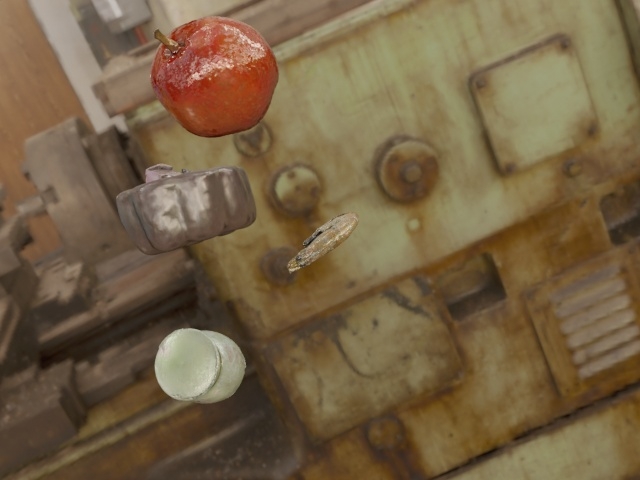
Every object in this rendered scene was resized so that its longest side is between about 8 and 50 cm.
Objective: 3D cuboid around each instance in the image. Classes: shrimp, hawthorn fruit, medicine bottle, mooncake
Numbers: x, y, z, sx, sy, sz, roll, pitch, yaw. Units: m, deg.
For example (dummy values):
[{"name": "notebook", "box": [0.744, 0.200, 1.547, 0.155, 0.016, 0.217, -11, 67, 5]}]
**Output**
[{"name": "shrimp", "box": [0.000, 0.000, 2.189, 0.223, 0.047, 0.126, -37, 22, -14]}, {"name": "hawthorn fruit", "box": [-0.174, -0.262, 1.363, 0.196, 0.225, 0.196, -11, 69, 30]}, {"name": "medicine bottle", "box": [-0.241, 0.253, 1.810, 0.147, 0.147, 0.143, -18, -16, 16]}, {"name": "mooncake", "box": [-0.284, -0.068, 1.973, 0.306, 0.154, 0.306, -17, 2, 1]}]

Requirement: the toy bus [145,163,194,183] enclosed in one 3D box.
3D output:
[{"name": "toy bus", "box": [-0.324, -0.122, 2.345, 0.274, 0.112, 0.090, 15, 23, 18]}]
